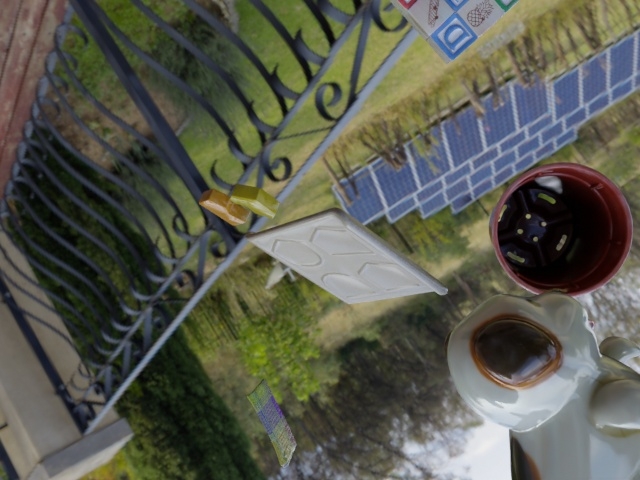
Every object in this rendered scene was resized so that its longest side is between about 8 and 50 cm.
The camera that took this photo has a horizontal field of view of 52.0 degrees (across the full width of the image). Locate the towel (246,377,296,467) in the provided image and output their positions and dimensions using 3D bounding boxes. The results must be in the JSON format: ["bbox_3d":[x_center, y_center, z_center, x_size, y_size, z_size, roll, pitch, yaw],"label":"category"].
[{"bbox_3d":[-0.048,0.187,0.672,0.010,0.083,0.060,-26,180,9],"label":"towel"}]

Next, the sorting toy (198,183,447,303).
[{"bbox_3d":[0.000,0.000,0.897,0.229,0.307,0.041,-10,-128,51],"label":"sorting toy"}]

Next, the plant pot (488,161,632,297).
[{"bbox_3d":[0.488,-0.024,1.428,0.272,0.272,0.265,-34,179,5],"label":"plant pot"}]

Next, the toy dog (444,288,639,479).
[{"bbox_3d":[0.338,0.259,0.919,0.396,0.407,0.284,-30,176,2],"label":"toy dog"}]

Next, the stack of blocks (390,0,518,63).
[{"bbox_3d":[0.129,-0.393,0.827,0.171,0.297,0.087,-42,-175,13],"label":"stack of blocks"}]
